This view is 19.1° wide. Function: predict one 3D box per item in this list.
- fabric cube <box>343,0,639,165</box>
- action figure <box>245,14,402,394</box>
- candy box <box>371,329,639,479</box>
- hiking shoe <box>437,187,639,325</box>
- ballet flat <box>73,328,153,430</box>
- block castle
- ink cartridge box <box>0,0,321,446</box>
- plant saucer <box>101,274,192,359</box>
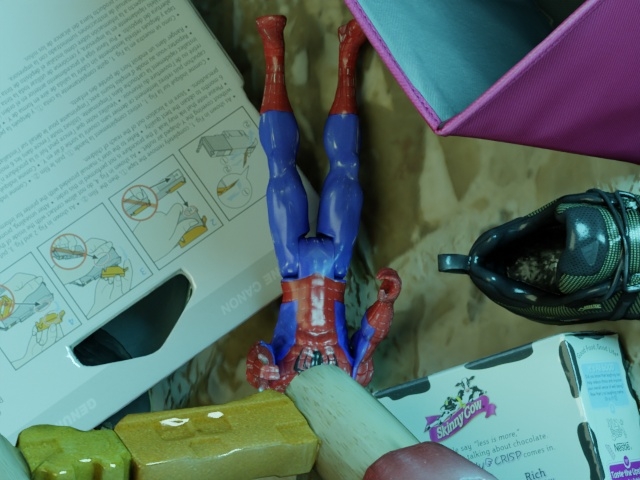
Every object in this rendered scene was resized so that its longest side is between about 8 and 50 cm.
[{"bbox_3d":[0.146,-0.217,1.001,0.254,0.258,0.259,-43,66,25],"label":"fabric cube"},{"bbox_3d":[0.000,0.000,1.156,0.091,0.139,0.280,1,88,-9],"label":"action figure"},{"bbox_3d":[0.121,0.184,1.111,0.159,0.071,0.233,-20,78,34],"label":"candy box"},{"bbox_3d":[0.182,0.011,1.053,0.227,0.114,0.086,-12,82,33],"label":"hiking shoe"},{"bbox_3d":[-0.172,0.081,1.290,0.173,0.057,0.049,38,149,30],"label":"ballet flat"},{"bbox_3d":[-0.064,0.312,1.022,0.213,0.303,0.453,43,132,51],"label":"block castle"},{"bbox_3d":[-0.173,-0.020,1.230,0.296,0.066,0.261,-35,93,-9],"label":"ink cartridge box"},{"bbox_3d":[-0.155,0.017,1.323,0.195,0.037,0.195,-2,87,34],"label":"plant saucer"}]
